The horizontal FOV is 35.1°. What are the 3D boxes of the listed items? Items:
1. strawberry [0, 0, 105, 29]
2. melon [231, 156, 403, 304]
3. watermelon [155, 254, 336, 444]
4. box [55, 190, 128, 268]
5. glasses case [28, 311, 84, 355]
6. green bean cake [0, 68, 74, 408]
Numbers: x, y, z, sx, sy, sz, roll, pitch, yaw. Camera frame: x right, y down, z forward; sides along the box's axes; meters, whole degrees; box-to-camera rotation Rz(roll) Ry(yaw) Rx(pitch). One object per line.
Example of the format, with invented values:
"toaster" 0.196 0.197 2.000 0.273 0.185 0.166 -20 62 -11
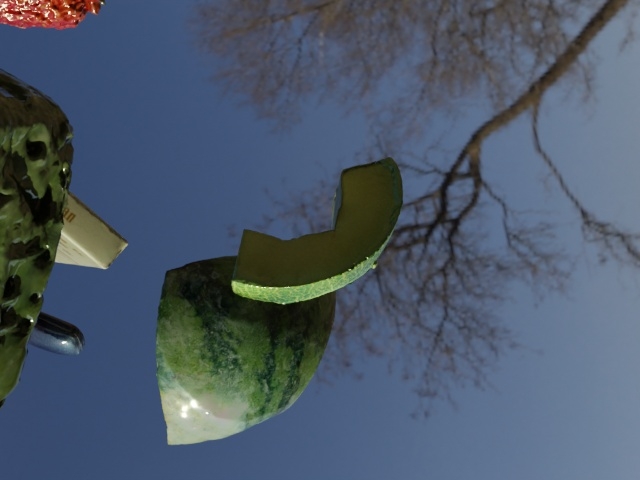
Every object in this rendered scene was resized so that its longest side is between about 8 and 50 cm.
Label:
"strawberry" -0.419 -0.337 1.394 0.174 0.228 0.098 -126 29 -61
"melon" 0.000 0.000 1.043 0.064 0.210 0.118 92 155 -59
"watermelon" -0.113 0.138 1.337 0.256 0.176 0.260 18 -115 -26
"box" -0.175 -0.020 0.608 0.090 0.167 0.024 43 -106 -19
"glasses case" -0.222 0.066 0.772 0.033 0.083 0.023 103 -171 -63
"green bean cake" -0.188 0.008 0.406 0.173 0.094 0.181 -12 -59 -68
